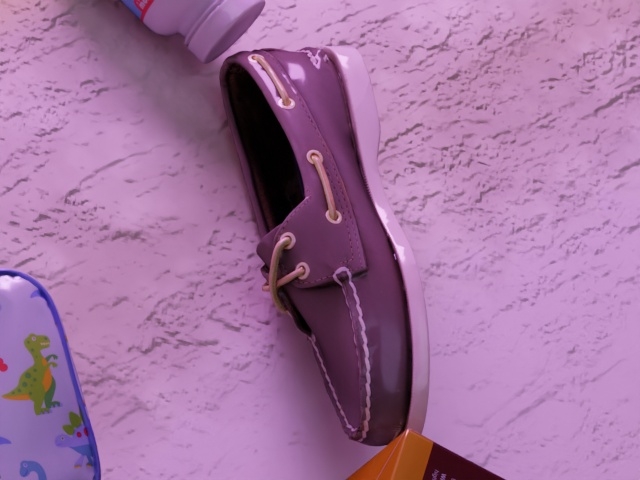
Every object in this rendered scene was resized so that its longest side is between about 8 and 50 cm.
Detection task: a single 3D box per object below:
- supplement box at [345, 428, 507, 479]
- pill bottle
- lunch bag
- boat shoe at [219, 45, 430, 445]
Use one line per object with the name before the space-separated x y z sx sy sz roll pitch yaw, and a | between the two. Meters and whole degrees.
supplement box | 0.085 0.261 1.115 0.194 0.129 0.191 28 54 -10
pill bottle | -0.119 -0.209 1.305 0.160 0.087 0.087 45 53 3
lunch bag | -0.251 0.109 1.057 0.219 0.090 0.176 -9 68 -31
boat shoe | 0.000 0.000 1.234 0.096 0.116 0.324 1 59 -21
